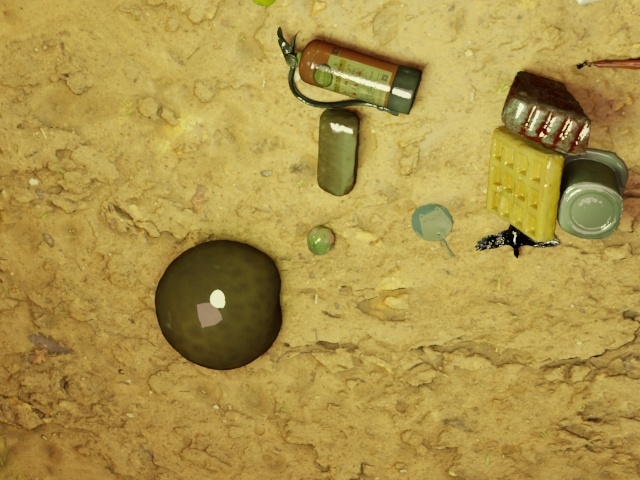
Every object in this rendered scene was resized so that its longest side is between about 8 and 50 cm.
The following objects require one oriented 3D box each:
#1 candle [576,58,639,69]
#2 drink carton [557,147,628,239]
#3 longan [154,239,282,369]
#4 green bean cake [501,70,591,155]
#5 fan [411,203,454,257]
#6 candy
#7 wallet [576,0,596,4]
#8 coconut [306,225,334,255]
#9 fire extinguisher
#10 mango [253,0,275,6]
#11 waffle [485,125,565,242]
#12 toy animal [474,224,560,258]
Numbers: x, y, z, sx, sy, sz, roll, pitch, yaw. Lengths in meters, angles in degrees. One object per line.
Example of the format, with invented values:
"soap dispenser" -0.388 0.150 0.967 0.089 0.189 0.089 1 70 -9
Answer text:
"candle" 0.683 -0.410 1.695 0.167 0.021 0.026 5 106 16
"drink carton" 0.640 -0.108 1.762 0.185 0.189 0.191 16 117 14
"longan" -0.283 0.188 2.105 0.405 0.336 0.404 -11 122 -19
"green bean cake" 0.519 -0.296 1.679 0.199 0.232 0.097 19 123 3
"fan" 0.321 -0.023 1.998 0.113 0.005 0.175 -27 105 26
"candy" 0.048 -0.230 1.919 0.104 0.102 0.234 11 123 11
"wallet" 0.657 -0.588 1.611 0.190 0.033 0.095 -9 113 22
"coconut" 0.000 0.000 2.067 0.083 0.081 0.082 -15 98 35
"fire extinguisher" 0.054 -0.397 1.839 0.376 0.113 0.200 20 119 7
"mango" -0.132 -0.636 1.815 0.073 0.056 0.108 23 117 -1
"waffle" 0.488 -0.139 1.767 0.055 0.248 0.221 -11 118 -18
"toy animal" 0.515 -0.005 1.926 0.220 0.062 0.108 -6 131 18
